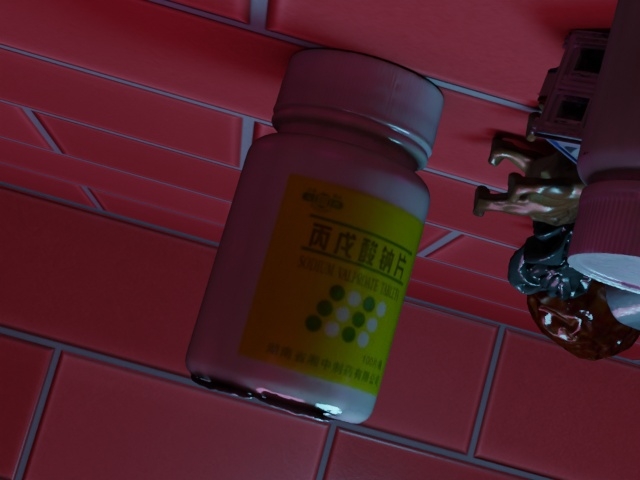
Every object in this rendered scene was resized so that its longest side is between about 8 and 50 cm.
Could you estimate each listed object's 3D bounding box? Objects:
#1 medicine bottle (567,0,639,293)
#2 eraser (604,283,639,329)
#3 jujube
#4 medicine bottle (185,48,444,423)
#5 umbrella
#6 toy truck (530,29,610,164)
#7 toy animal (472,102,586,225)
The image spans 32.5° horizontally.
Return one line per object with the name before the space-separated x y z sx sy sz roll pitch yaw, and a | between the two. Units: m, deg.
medicine bottle | 0.254 -0.079 0.750 0.139 0.225 0.139 16 170 3
eraser | 0.508 0.055 1.420 0.227 0.081 0.174 -19 154 35
jujube | 0.461 0.115 1.914 0.174 0.174 0.250 7 158 45
medicine bottle | 0.000 0.000 1.208 0.214 0.378 0.213 15 171 2
umbrella | 0.344 0.033 1.570 0.143 0.094 0.349 13 167 3
toy truck | 0.318 -0.082 0.986 0.155 0.124 0.268 18 173 41
toy animal | 0.276 -0.075 1.272 0.158 0.097 0.312 6 171 -7
